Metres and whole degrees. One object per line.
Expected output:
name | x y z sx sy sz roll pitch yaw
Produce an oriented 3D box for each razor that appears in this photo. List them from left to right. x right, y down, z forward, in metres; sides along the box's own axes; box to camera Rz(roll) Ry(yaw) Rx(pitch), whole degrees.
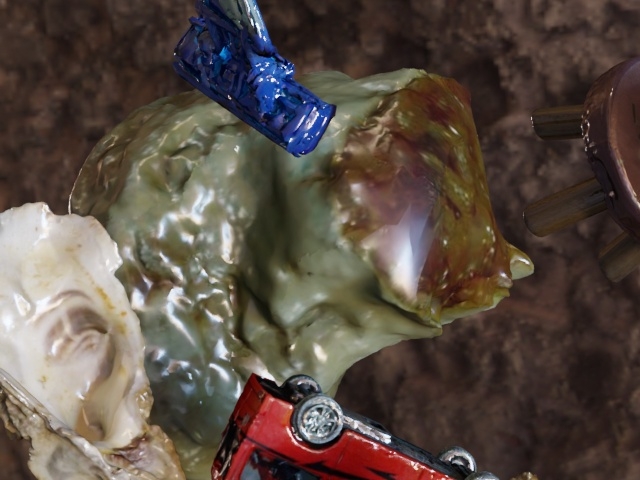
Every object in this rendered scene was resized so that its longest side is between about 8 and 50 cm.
razor | 0.003 -0.195 0.506 0.093 0.056 0.324 38 -61 36

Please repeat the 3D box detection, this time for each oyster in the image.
oyster | -0.178 0.091 0.883 0.233 0.161 0.107 56 -45 6

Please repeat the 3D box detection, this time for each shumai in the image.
shumai | 0.000 0.000 1.092 0.323 0.397 0.324 -21 -74 32

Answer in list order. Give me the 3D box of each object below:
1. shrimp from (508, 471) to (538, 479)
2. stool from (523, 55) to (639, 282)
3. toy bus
shrimp | 0.045 0.175 0.755 0.091 0.184 0.043 59 22 -24
stool | 0.403 -0.087 1.703 0.178 0.272 0.272 -25 -102 46
toy bus | 0.030 0.159 0.862 0.089 0.195 0.081 -64 -167 0
